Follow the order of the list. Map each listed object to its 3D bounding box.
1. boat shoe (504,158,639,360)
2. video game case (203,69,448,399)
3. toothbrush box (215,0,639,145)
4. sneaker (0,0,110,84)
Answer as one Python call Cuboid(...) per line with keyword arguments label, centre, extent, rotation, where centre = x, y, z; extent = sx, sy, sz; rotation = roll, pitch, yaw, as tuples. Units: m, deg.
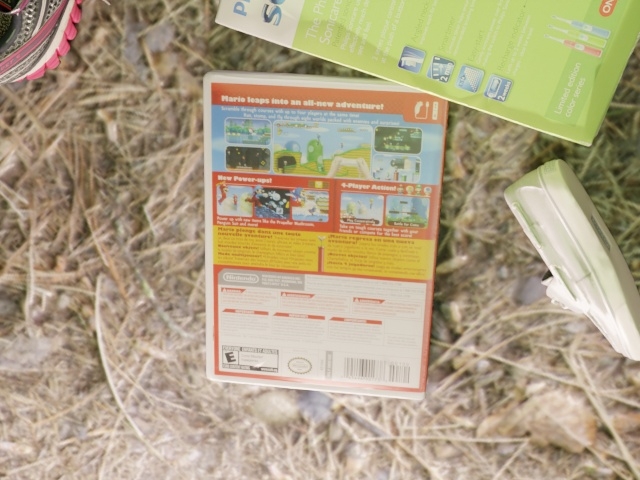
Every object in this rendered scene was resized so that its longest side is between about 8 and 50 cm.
Cuboid(label="boat shoe", centre=(0.213, 0.024, 0.728), extent=(0.063, 0.066, 0.184), rotation=(-26, 106, 29))
Cuboid(label="video game case", centre=(0.000, 0.000, 0.768), extent=(0.204, 0.025, 0.285), rotation=(4, 109, 7))
Cuboid(label="toothbrush box", centre=(0.094, -0.217, 0.631), extent=(0.283, 0.122, 0.206), rotation=(18, 110, 1))
Cuboid(label="sneaker", centre=(-0.210, -0.250, 0.668), extent=(0.121, 0.112, 0.299), rotation=(24, 109, 0))
